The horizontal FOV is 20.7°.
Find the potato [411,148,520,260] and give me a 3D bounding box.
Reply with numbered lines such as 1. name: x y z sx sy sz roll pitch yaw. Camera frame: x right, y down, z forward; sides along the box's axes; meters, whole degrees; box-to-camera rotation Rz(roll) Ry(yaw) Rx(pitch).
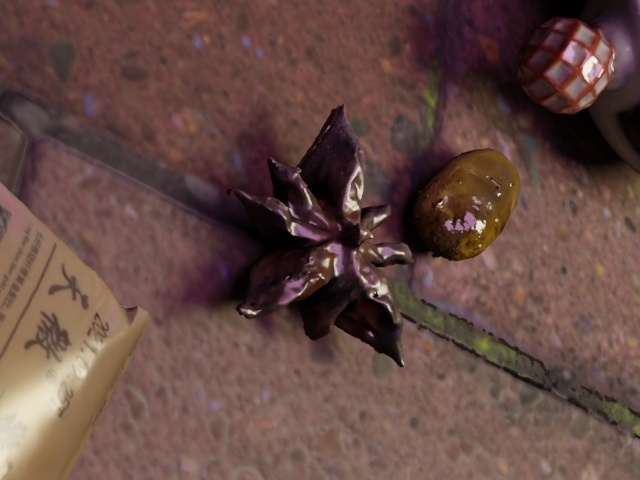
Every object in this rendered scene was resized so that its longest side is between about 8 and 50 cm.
1. potato: 0.084 -0.021 0.987 0.083 0.040 0.051 -45 114 -38

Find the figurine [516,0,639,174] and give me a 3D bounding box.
1. figurine: 0.204 -0.176 1.065 0.281 0.167 0.370 -36 94 -21

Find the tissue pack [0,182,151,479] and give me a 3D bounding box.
1. tissue pack: -0.200 0.068 0.654 0.215 0.123 0.257 45 53 -26

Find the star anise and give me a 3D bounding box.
1. star anise: 0.004 -0.009 0.901 0.124 0.056 0.129 20 65 -36
